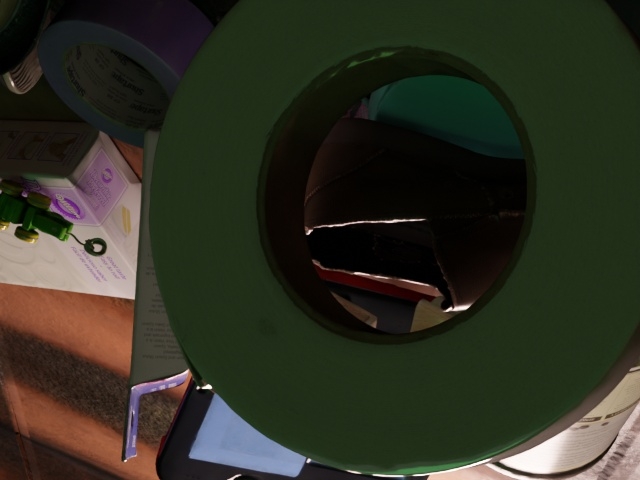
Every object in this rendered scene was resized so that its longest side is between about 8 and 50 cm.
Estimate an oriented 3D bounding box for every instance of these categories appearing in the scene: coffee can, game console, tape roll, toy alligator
[{"bbox_3d":[0.246,0.102,1.366,0.201,0.201,0.275,23,149,8],"label":"coffee can"},{"bbox_3d":[0.006,0.200,1.617,0.342,0.060,0.386,17,125,-13],"label":"game console"},{"bbox_3d":[0.059,-0.028,0.945,0.392,0.392,0.072,11,180,26],"label":"tape roll"},{"bbox_3d":[-0.195,-0.186,1.404,0.189,0.080,0.189,20,148,13],"label":"tape roll"},{"bbox_3d":[-0.334,-0.026,1.606,0.190,0.056,0.051,24,-170,6],"label":"toy alligator"}]

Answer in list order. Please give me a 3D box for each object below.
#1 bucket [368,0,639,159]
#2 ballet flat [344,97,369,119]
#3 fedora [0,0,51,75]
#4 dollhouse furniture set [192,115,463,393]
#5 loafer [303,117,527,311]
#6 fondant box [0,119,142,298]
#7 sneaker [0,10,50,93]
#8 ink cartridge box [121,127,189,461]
[{"bbox_3d":[0.184,-0.120,1.100,0.281,0.183,0.281,20,147,14],"label":"bucket"},{"bbox_3d":[-0.018,-0.106,1.404,0.221,0.077,0.079,-25,103,48],"label":"ballet flat"},{"bbox_3d":[-0.410,-0.283,1.273,0.334,0.152,0.334,19,128,26],"label":"fedora"},{"bbox_3d":[0.000,0.000,1.279,0.303,0.174,0.355,29,132,23],"label":"dollhouse furniture set"},{"bbox_3d":[0.139,0.014,1.027,0.366,0.130,0.134,13,145,24],"label":"loafer"},{"bbox_3d":[-0.371,-0.042,1.745,0.330,0.096,0.238,4,141,33],"label":"fondant box"},{"bbox_3d":[-0.368,-0.263,1.438,0.118,0.083,0.222,19,139,24],"label":"sneaker"},{"bbox_3d":[-0.167,0.073,1.450,0.071,0.330,0.324,3,172,-6],"label":"ink cartridge box"}]
